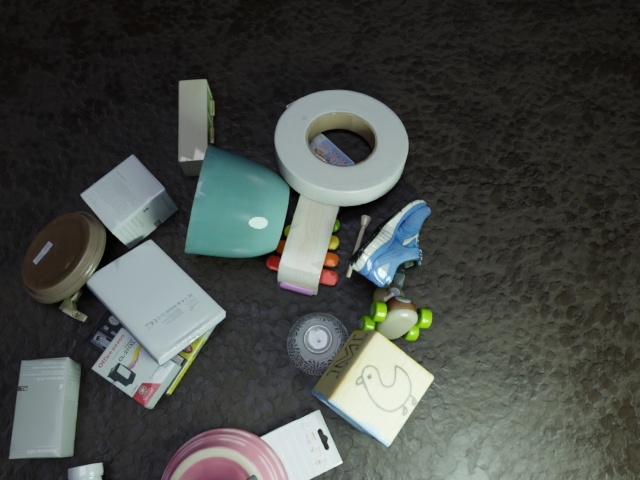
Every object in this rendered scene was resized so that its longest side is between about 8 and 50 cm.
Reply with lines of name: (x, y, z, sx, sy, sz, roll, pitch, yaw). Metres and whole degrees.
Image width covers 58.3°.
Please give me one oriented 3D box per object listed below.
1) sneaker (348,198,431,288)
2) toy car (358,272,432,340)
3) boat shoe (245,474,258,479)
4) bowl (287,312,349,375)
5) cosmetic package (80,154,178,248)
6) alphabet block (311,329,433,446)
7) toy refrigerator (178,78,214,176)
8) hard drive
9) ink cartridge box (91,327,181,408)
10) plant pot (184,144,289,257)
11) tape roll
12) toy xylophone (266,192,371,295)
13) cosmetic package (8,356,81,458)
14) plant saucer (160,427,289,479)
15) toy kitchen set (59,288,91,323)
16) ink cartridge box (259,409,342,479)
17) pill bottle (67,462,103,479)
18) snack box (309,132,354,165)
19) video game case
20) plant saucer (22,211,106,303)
sneaker: (0.213, 0.013, 1.551, 0.147, 0.129, 0.330, 47, 54, -3)
toy car: (0.190, 0.153, 1.519, 0.154, 0.149, 0.189, 10, 53, -15)
boat shoe: (-0.259, 0.603, 1.274, 0.285, 0.103, 0.092, -19, 67, -1)
bowl: (-0.005, 0.265, 1.506, 0.170, 0.080, 0.170, 0, 71, 0)
cosmetic package: (-0.528, -0.107, 1.603, 0.183, 0.151, 0.151, -41, 75, -11)
alphabet block: (0.121, 0.351, 1.394, 0.192, 0.193, 0.197, 39, 75, -7)
toy refrigerator: (-0.365, -0.336, 1.707, 0.094, 0.102, 0.270, -5, 70, -1)
hard drive: (-0.433, 0.153, 1.502, 0.318, 0.040, 0.210, 39, 56, 22)
ink cartridge box: (-0.466, 0.323, 1.456, 0.175, 0.072, 0.127, 30, 74, 11)
plant pot: (-0.215, -0.084, 1.532, 0.235, 0.293, 0.293, 13, 71, -10)
tape roll: (0.057, -0.275, 1.655, 0.391, 0.072, 0.392, 1, 58, -2)
toy xylophone: (0.000, 0.000, 1.596, 0.236, 0.081, 0.323, 22, 72, 8)
cosmetic package: (-0.690, 0.425, 1.446, 0.127, 0.107, 0.238, -3, 68, -4)
plant saucer: (-0.238, 0.619, 1.359, 0.331, 0.084, 0.333, -2, 75, 9)
toy kitchen set: (-0.655, 0.171, 1.551, 0.083, 0.068, 0.075, 27, 73, 9)
ink cartridge box: (-0.056, 0.529, 1.438, 0.179, 0.045, 0.146, -22, 72, -12)
pill bottle: (-0.555, 0.639, 1.366, 0.108, 0.108, 0.194, -11, 71, -3)
snack box: (0.018, -0.264, 1.720, 0.064, 0.022, 0.178, -42, 75, -14)
video game case: (-0.447, 0.238, 1.544, 0.274, 0.035, 0.248, 29, 74, 11)
plant saucer: (-0.705, 0.037, 1.555, 0.277, 0.041, 0.278, -12, 58, 21)
